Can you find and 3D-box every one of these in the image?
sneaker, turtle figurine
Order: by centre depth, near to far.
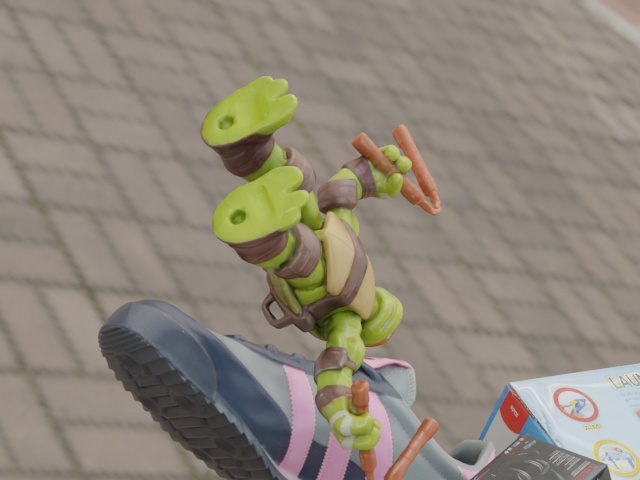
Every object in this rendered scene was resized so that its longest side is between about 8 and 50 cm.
[{"bbox_3d":[0.000,0.000,1.174,0.217,0.087,0.269,54,36,-49],"label":"turtle figurine"},{"bbox_3d":[-0.009,0.112,1.313,0.319,0.131,0.112,42,-23,-29],"label":"sneaker"}]

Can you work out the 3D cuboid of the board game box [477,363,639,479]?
[{"bbox_3d":[0.337,0.237,1.672,0.308,0.086,0.302,-4,43,-33],"label":"board game box"}]

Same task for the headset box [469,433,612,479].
[{"bbox_3d":[0.147,0.166,1.285,0.062,0.032,0.083,-36,33,-31],"label":"headset box"}]
